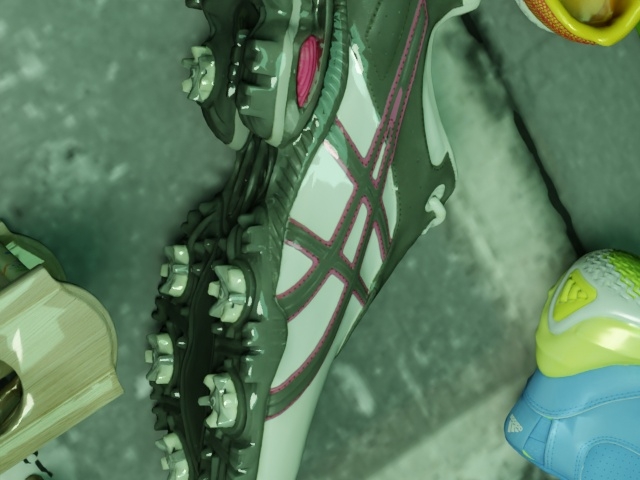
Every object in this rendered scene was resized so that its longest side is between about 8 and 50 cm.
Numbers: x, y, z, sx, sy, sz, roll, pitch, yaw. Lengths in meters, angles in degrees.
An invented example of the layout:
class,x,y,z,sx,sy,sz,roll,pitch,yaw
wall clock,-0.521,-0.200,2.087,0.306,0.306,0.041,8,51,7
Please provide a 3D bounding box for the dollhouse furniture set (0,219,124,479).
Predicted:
class,x,y,z,sx,sy,sz,roll,pitch,yaw
dollhouse furniture set,-0.100,0.093,0.693,0.101,0.182,0.161,-34,109,-10

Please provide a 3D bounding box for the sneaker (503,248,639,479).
class,x,y,z,sx,sy,sz,roll,pitch,yaw
sneaker,0.186,0.093,0.858,0.240,0.091,0.126,25,110,-22

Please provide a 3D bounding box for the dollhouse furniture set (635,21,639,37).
class,x,y,z,sx,sy,sz,roll,pitch,yaw
dollhouse furniture set,0.303,-0.138,0.802,0.301,0.151,0.197,-30,109,-12

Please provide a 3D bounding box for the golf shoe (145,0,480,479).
class,x,y,z,sx,sy,sz,roll,pitch,yaw
golf shoe,0.000,0.000,0.755,0.120,0.105,0.273,4,100,-27

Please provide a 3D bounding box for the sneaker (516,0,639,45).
class,x,y,z,sx,sy,sz,roll,pitch,yaw
sneaker,0.082,-0.157,0.768,0.064,0.067,0.175,-45,110,-4
